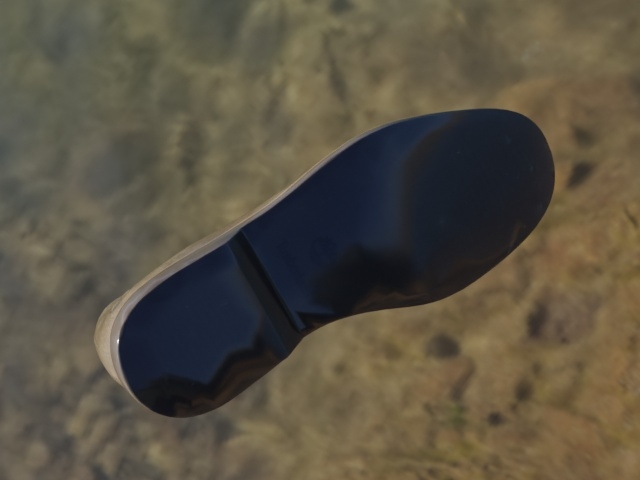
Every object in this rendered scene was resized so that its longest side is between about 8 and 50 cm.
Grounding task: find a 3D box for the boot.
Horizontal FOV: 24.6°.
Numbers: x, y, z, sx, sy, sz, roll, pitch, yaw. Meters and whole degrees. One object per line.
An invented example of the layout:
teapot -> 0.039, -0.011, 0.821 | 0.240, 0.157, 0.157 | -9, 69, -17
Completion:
boot -> 0.000, 0.000, 0.890 | 0.305, 0.112, 0.115 | -26, 13, -18
